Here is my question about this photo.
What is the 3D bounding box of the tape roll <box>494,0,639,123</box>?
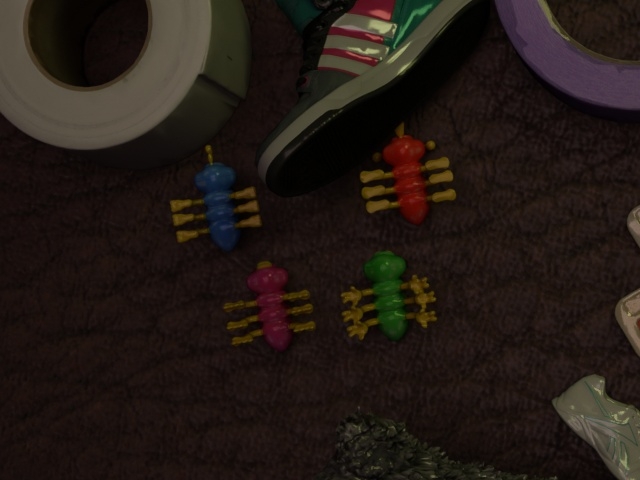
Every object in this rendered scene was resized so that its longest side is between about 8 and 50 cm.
[{"bbox_3d":[0.305,-0.254,1.767,0.274,0.090,0.275,-1,86,12],"label":"tape roll"}]

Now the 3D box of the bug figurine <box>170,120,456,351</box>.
[{"bbox_3d":[0.000,0.000,1.817,0.279,0.072,0.216,-7,90,6],"label":"bug figurine"}]

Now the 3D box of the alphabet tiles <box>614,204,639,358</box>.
[{"bbox_3d":[0.431,0.049,1.751,0.284,0.021,0.278,-31,80,7],"label":"alphabet tiles"}]

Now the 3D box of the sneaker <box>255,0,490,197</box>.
[{"bbox_3d":[0.004,-0.183,1.773,0.178,0.124,0.295,38,65,23],"label":"sneaker"}]

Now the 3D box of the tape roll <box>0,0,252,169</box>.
[{"bbox_3d":[-0.204,-0.200,1.826,0.246,0.169,0.246,-1,85,12],"label":"tape roll"}]

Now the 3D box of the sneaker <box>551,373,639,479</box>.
[{"bbox_3d":[0.290,0.192,1.751,0.061,0.053,0.152,-42,78,3],"label":"sneaker"}]

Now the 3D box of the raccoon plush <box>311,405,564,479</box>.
[{"bbox_3d":[0.195,0.239,1.611,0.446,0.299,0.216,-20,52,12],"label":"raccoon plush"}]
